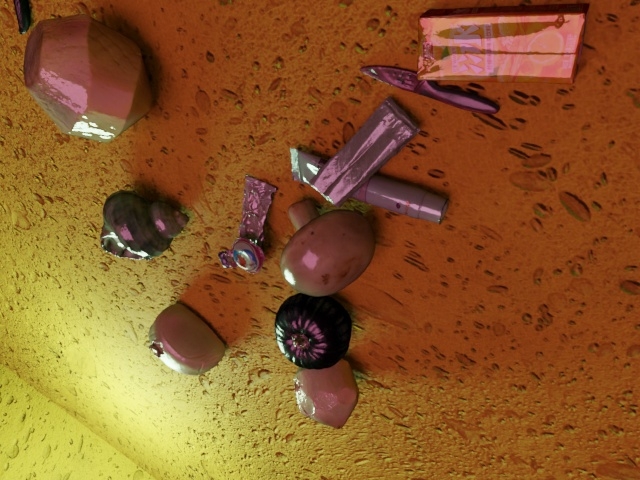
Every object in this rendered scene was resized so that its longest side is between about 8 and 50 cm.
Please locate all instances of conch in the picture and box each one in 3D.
[{"bbox_3d":[-0.471,-0.032,1.265,0.277,0.195,0.220,-15,127,12],"label":"conch"}]

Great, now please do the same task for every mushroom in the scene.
[{"bbox_3d":[0.000,0.000,1.004,0.215,0.207,0.207,58,140,29],"label":"mushroom"}]

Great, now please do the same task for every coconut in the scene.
[{"bbox_3d":[0.015,0.394,1.255,0.171,0.171,0.183,-44,50,43],"label":"coconut"},{"bbox_3d":[-0.476,-0.329,1.019,0.259,0.259,0.259,16,128,21],"label":"coconut"}]

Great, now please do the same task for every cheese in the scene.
[{"bbox_3d":[-0.189,0.038,1.160,0.145,0.038,0.095,-11,107,38],"label":"cheese"}]

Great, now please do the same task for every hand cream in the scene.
[{"bbox_3d":[-0.155,-0.028,1.157,0.084,0.050,0.257,24,128,18],"label":"hand cream"},{"bbox_3d":[0.086,-0.108,0.955,0.331,0.058,0.085,22,144,22],"label":"hand cream"}]

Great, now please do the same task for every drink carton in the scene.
[{"bbox_3d":[0.258,-0.286,0.709,0.223,0.071,0.096,10,127,26],"label":"drink carton"}]

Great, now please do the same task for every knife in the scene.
[{"bbox_3d":[0.178,-0.257,0.813,0.247,0.018,0.035,24,134,16],"label":"knife"}]

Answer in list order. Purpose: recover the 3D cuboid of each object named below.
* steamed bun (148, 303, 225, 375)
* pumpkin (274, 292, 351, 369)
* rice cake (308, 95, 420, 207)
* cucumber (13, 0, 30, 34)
[{"bbox_3d":[-0.426,0.325,1.495,0.239,0.152,0.170,46,133,-3],"label":"steamed bun"},{"bbox_3d":[-0.022,0.220,1.180,0.202,0.140,0.202,8,110,23],"label":"pumpkin"},{"bbox_3d":[0.075,-0.153,0.892,0.226,0.040,0.085,-43,81,26],"label":"rice cake"},{"bbox_3d":[-0.677,-0.558,1.092,0.036,0.033,0.184,46,138,28],"label":"cucumber"}]
